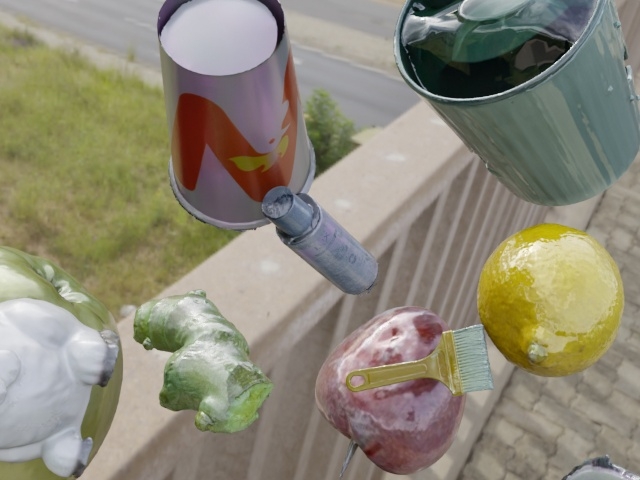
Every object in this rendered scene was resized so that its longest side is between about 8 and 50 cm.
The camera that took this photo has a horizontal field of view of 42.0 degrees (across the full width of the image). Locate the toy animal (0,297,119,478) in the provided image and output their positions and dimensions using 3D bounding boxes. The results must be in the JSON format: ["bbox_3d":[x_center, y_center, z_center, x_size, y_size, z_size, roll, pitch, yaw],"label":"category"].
[{"bbox_3d":[-0.426,0.146,0.945,0.357,0.194,0.257,15,-8,-27],"label":"toy animal"}]

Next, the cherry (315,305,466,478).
[{"bbox_3d":[0.106,0.239,1.273,0.236,0.286,0.213,25,-12,30],"label":"cherry"}]

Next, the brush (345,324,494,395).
[{"bbox_3d":[0.123,0.170,1.088,0.205,0.083,0.011,-16,-17,26],"label":"brush"}]

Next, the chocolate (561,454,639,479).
[{"bbox_3d":[0.238,0.309,0.718,0.147,0.221,0.221,-17,41,-32],"label":"chocolate"}]

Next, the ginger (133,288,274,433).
[{"bbox_3d":[-0.170,0.156,1.127,0.089,0.137,0.290,43,6,-44],"label":"ginger"}]

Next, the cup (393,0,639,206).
[{"bbox_3d":[0.337,-0.293,1.308,0.310,0.401,0.392,3,-24,34],"label":"cup"}]

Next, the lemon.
[{"bbox_3d":[0.294,0.077,1.068,0.186,0.187,0.244,15,33,2],"label":"lemon"}]

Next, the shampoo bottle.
[{"bbox_3d":[0.000,0.000,1.042,0.072,0.072,0.214,41,-1,39],"label":"shampoo bottle"}]

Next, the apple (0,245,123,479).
[{"bbox_3d":[-0.544,0.233,1.368,0.473,0.474,0.474,11,29,-6],"label":"apple"}]

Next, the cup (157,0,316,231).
[{"bbox_3d":[-0.103,-0.159,0.978,0.202,0.288,0.203,0,64,0],"label":"cup"}]
